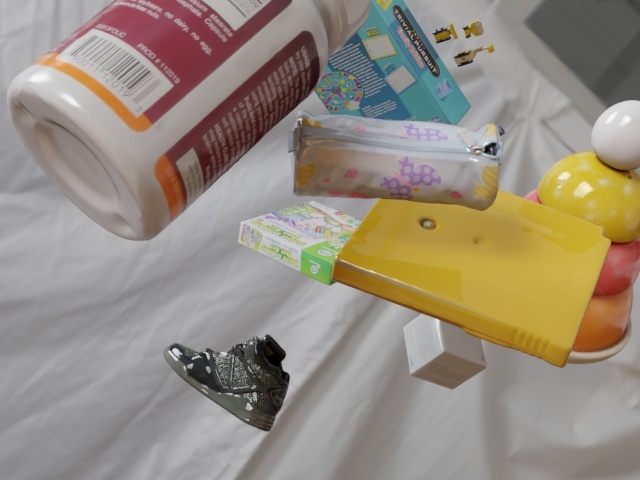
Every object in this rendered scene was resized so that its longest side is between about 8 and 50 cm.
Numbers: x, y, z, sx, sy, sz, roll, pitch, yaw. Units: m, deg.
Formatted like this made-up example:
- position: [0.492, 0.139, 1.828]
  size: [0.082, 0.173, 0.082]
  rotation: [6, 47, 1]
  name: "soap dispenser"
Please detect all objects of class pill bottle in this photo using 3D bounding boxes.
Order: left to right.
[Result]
- position: [-0.134, -0.203, 1.131]
  size: [0.224, 0.392, 0.224]
  rotation: [34, -27, 20]
  name: "pill bottle"

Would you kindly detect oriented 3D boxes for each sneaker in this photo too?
- position: [-0.136, 0.190, 1.545]
  size: [0.227, 0.130, 0.087]
  rotation: [24, -10, 35]
  name: "sneaker"

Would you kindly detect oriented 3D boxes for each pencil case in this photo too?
- position: [0.095, -0.102, 1.275]
  size: [0.273, 0.113, 0.124]
  rotation: [4, 0, 2]
  name: "pencil case"

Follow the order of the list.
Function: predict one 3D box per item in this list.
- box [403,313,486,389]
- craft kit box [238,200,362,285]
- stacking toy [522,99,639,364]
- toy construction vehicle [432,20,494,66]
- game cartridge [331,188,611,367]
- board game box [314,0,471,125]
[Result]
- position: [0.208, 0.179, 1.681]
  size: [0.101, 0.087, 0.102]
  rotation: [22, 44, -31]
  name: "box"
- position: [0.000, 0.000, 2.101]
  size: [0.250, 0.061, 0.247]
  rotation: [24, 29, 32]
  name: "craft kit box"
- position: [0.498, -0.039, 1.848]
  size: [0.351, 0.480, 0.350]
  rotation: [13, 36, -10]
  name: "stacking toy"
- position: [0.278, -0.387, 1.939]
  size: [0.086, 0.098, 0.035]
  rotation: [61, 34, -23]
  name: "toy construction vehicle"
- position: [0.216, 0.021, 1.372]
  size: [0.324, 0.052, 0.285]
  rotation: [22, 40, 15]
  name: "game cartridge"
- position: [0.088, -0.333, 1.876]
  size: [0.254, 0.079, 0.336]
  rotation: [-16, -64, 48]
  name: "board game box"
